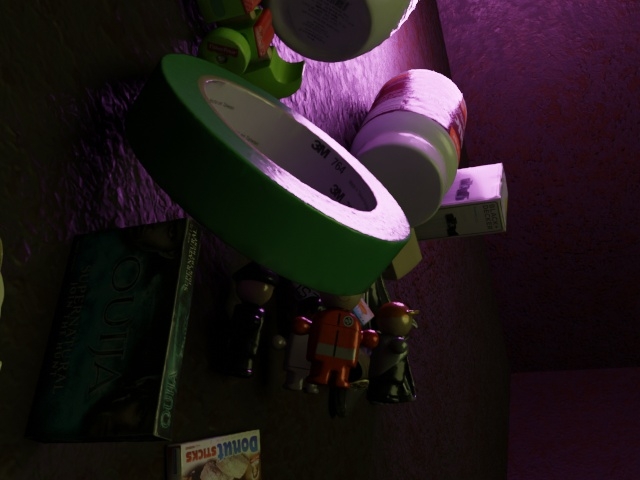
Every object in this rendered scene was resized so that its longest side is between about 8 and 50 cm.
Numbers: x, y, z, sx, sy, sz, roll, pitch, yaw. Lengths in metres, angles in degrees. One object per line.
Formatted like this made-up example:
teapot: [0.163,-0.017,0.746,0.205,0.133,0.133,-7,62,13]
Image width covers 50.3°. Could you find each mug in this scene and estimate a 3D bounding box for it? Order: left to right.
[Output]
mug: [0.003,-0.479,1.076,0.374,0.276,0.327,35,52,-23]

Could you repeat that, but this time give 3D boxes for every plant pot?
plant pot: [0.137,0.026,1.433,0.096,0.109,0.109,-54,135,-43]

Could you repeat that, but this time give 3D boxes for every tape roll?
tape roll: [-0.050,-0.076,0.739,0.321,0.077,0.321,34,19,-14]

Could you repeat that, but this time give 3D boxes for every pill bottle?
pill bottle: [0.189,-0.201,1.459,0.392,0.224,0.224,-66,143,-55]

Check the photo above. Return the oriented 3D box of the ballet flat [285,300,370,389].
ballet flat: [0.018,0.183,1.084,0.058,0.084,0.250,-96,159,-43]

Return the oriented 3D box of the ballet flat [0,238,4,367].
ballet flat: [-0.249,0.070,0.474,0.057,0.053,0.168,16,68,-68]

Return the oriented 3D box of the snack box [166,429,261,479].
snack box: [-0.119,0.260,0.790,0.178,0.022,0.064,23,61,-66]

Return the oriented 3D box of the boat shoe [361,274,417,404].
boat shoe: [0.135,0.177,1.360,0.113,0.105,0.306,-6,89,-69]

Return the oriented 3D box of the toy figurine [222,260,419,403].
toy figurine: [0.001,0.115,0.863,0.210,0.213,0.148,28,65,-49]

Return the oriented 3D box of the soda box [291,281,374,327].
soda box: [0.000,0.060,1.012,0.183,0.058,0.063,55,20,7]

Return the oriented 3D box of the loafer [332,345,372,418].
loafer: [0.065,0.245,1.216,0.170,0.061,0.062,-68,145,-51]

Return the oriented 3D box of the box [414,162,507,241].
box: [0.269,-0.080,1.538,0.169,0.290,0.087,-68,144,-54]

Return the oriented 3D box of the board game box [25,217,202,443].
board game box: [-0.170,0.074,0.575,0.026,0.126,0.186,49,39,-55]

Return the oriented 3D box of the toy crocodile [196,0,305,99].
toy crocodile: [-0.121,-0.323,0.864,0.115,0.105,0.340,-75,149,-45]

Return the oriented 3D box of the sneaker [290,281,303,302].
sneaker: [0.000,0.000,1.101,0.104,0.095,0.236,16,67,-76]
